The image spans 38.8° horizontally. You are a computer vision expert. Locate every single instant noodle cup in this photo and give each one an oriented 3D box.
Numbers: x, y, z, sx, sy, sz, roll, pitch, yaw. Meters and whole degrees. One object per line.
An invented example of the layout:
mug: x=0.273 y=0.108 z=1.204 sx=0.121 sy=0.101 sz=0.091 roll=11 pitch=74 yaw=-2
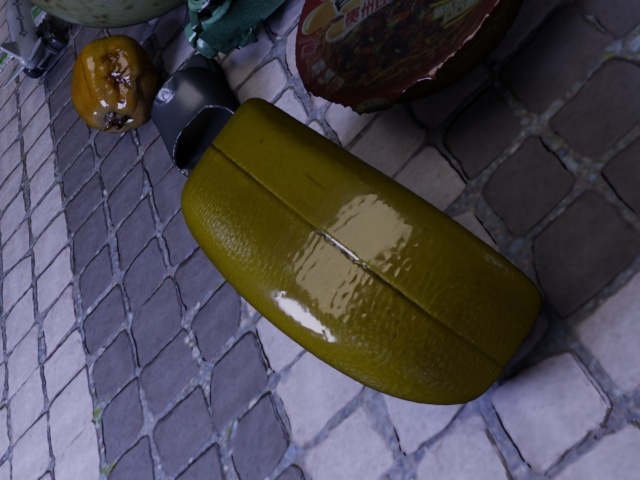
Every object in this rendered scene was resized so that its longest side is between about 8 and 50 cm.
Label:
instant noodle cup: x=0.103 y=-0.221 z=0.833 sx=0.274 sy=0.091 sz=0.273 roll=-28 pitch=48 yaw=35

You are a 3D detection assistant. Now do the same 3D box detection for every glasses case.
glasses case: x=0.000 y=0.000 z=0.732 sx=0.141 sy=0.173 sz=0.371 roll=-54 pitch=38 yaw=2

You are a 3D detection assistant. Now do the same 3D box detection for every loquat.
loquat: x=-0.285 y=-0.214 z=1.259 sx=0.137 sy=0.113 sz=0.137 roll=-6 pitch=77 yaw=30

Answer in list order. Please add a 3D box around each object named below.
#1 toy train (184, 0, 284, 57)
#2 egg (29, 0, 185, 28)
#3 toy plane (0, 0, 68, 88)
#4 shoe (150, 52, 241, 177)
toy train: x=-0.068 y=-0.336 z=1.087 sx=0.269 sy=0.115 sz=0.154 roll=-36 pitch=45 yaw=29
egg: x=-0.270 y=-0.498 z=1.243 sx=0.428 sy=0.345 sz=0.345 roll=-55 pitch=37 yaw=-5
toy plane: x=-0.532 y=-0.375 z=1.657 sx=0.251 sy=0.101 sz=0.255 roll=-43 pitch=36 yaw=21
shoe: x=-0.163 y=-0.164 z=1.099 sx=0.108 sy=0.093 sz=0.241 roll=-45 pitch=38 yaw=17
